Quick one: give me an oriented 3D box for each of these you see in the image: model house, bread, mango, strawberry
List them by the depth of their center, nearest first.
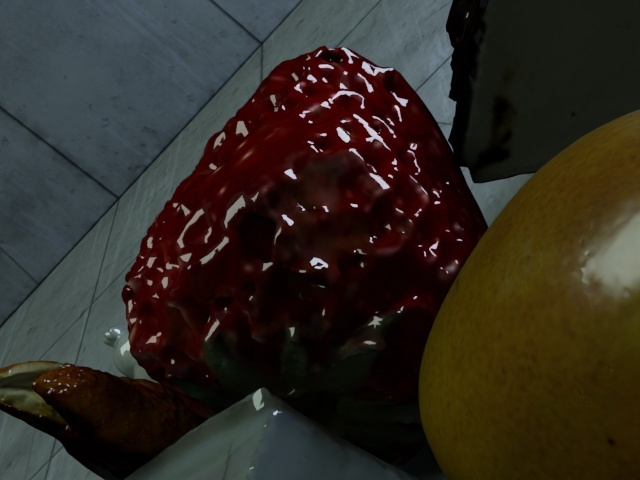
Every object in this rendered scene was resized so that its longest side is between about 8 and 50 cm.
[{"bbox_3d":[0.187,0.062,0.773,0.378,0.221,0.264,-39,25,59],"label":"mango"},{"bbox_3d":[-0.162,0.153,1.035,0.139,0.269,0.095,-5,57,36],"label":"bread"},{"bbox_3d":[0.000,0.000,1.059,0.295,0.317,0.345,114,164,-53],"label":"strawberry"},{"bbox_3d":[0.273,-0.229,1.178,0.282,0.297,0.317,-76,-7,-69],"label":"model house"}]

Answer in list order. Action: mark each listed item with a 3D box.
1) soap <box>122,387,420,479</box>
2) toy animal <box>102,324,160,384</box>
[{"bbox_3d":[-0.102,0.370,0.862,0.350,0.213,0.435,-33,27,39],"label":"soap"},{"bbox_3d":[-0.144,0.127,1.487,0.325,0.154,0.208,-14,32,47],"label":"toy animal"}]
